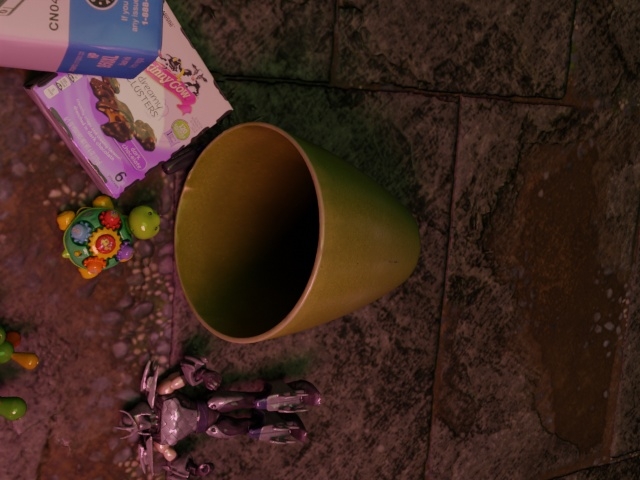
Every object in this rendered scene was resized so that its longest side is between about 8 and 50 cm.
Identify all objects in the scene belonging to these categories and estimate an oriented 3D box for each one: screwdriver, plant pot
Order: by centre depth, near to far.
[{"bbox_3d":[0.000,0.000,1.059,0.294,0.275,0.274,6,98,-47],"label":"plant pot"},{"bbox_3d":[-0.147,-0.136,1.068,0.170,0.025,0.024,-35,116,-30],"label":"screwdriver"}]

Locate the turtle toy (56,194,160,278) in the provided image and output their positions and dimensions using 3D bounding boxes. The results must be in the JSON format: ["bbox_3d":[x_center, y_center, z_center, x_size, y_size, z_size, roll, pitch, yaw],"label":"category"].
[{"bbox_3d":[-0.269,-0.007,0.989,0.130,0.066,0.095,-28,114,-23],"label":"turtle toy"}]

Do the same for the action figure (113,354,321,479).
[{"bbox_3d":[-0.151,0.249,1.100,0.285,0.099,0.185,1,109,-27],"label":"action figure"}]

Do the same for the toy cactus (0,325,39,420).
[{"bbox_3d":[-0.453,0.144,0.909,0.181,0.112,0.219,-35,120,1],"label":"toy cactus"}]

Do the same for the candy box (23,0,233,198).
[{"bbox_3d":[-0.236,-0.178,0.969,0.196,0.070,0.164,-41,117,-17],"label":"candy box"}]

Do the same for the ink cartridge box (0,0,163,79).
[{"bbox_3d":[-0.364,-0.331,0.765,0.395,0.166,0.285,1,93,-23],"label":"ink cartridge box"}]
